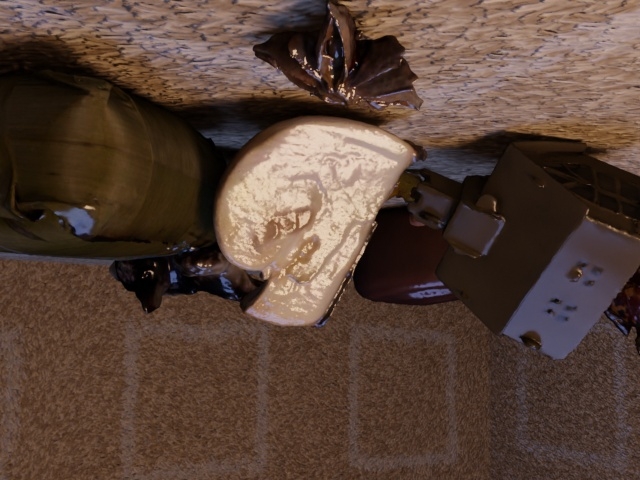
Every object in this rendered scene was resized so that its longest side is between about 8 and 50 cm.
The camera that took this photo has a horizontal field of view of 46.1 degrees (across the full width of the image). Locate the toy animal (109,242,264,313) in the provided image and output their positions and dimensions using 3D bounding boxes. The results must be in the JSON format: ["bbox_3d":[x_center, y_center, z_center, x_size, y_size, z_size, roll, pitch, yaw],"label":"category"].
[{"bbox_3d":[-0.286,0.045,1.525,0.344,0.194,0.302,-5,177,20],"label":"toy animal"}]

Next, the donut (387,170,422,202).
[{"bbox_3d":[0.105,-0.065,1.043,0.083,0.067,0.038,-35,-177,13],"label":"donut"}]

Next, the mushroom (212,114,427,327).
[{"bbox_3d":[-0.042,-0.046,0.793,0.173,0.236,0.162,23,-166,-25],"label":"mushroom"}]

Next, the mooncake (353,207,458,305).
[{"bbox_3d":[0.210,0.038,1.447,0.325,0.174,0.333,-9,167,44],"label":"mooncake"}]

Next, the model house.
[{"bbox_3d":[0.225,-0.029,0.889,0.243,0.204,0.211,22,129,0],"label":"model house"}]

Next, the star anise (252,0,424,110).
[{"bbox_3d":[0.027,-0.123,0.551,0.129,0.056,0.124,22,166,-28],"label":"star anise"}]

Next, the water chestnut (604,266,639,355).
[{"bbox_3d":[0.716,0.117,1.601,0.300,0.300,0.300,1,173,0],"label":"water chestnut"}]

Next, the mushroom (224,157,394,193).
[{"bbox_3d":[-0.080,-0.063,0.960,0.328,0.122,0.159,3,137,-23],"label":"mushroom"}]

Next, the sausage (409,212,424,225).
[{"bbox_3d":[0.227,-0.051,1.211,0.186,0.043,0.043,-5,171,37],"label":"sausage"}]

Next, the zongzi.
[{"bbox_3d":[-0.293,-0.057,0.733,0.360,0.160,0.323,-2,172,14],"label":"zongzi"}]
